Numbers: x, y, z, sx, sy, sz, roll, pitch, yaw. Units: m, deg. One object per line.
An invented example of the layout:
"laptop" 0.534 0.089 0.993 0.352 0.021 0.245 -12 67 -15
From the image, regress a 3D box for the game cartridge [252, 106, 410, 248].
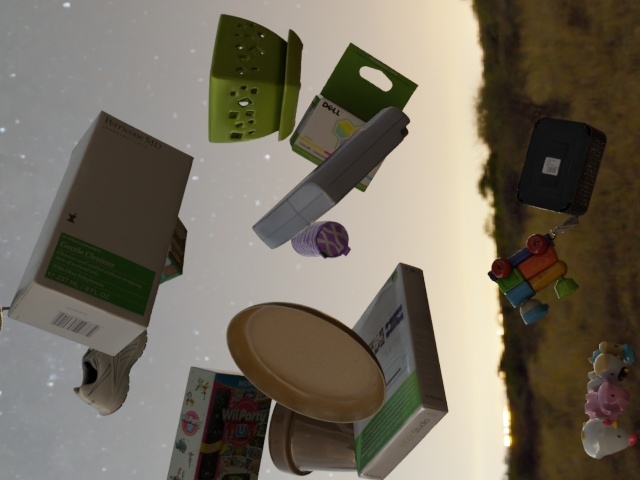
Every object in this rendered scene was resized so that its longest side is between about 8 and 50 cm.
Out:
"game cartridge" 0.000 -0.076 1.081 0.196 0.060 0.294 -48 7 -22

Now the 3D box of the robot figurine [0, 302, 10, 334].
"robot figurine" -0.775 0.183 1.462 0.353 0.200 0.299 -41 -64 -38

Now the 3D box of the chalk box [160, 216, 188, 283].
"chalk box" -0.501 0.021 2.121 0.289 0.179 0.180 -97 -18 -56

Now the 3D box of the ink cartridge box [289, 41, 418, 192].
"ink cartridge box" 0.076 -0.263 1.601 0.255 0.189 0.097 -58 13 11

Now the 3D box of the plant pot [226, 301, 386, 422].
"plant pot" -0.017 0.163 1.030 0.032 0.236 0.236 -58 -34 -41

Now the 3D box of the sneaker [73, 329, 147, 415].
"sneaker" -0.543 0.298 1.954 0.129 0.111 0.297 42 -137 -39

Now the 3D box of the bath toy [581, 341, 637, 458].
"bath toy" 0.760 0.415 1.963 0.151 0.129 0.348 66 -148 -25

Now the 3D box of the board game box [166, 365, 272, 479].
"board game box" -0.243 0.477 1.870 0.224 0.098 0.303 18 -101 -49

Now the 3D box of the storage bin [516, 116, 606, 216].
"storage bin" 0.483 -0.147 1.511 0.084 0.122 0.180 9 -83 -49

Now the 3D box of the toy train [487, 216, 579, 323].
"toy train" 0.484 0.053 1.545 0.143 0.248 0.105 60 -164 21

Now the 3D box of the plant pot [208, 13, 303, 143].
"plant pot" -0.153 -0.375 1.793 0.227 0.207 0.228 102 171 -54

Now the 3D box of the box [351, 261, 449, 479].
"box" 0.127 0.230 1.346 0.322 0.059 0.232 -91 25 -47

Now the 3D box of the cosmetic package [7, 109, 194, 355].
"cosmetic package" -0.366 -0.015 1.287 0.197 0.155 0.365 25 -128 -25

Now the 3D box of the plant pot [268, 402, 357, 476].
"plant pot" 0.030 0.488 1.908 0.263 0.229 0.263 -19 -67 -55

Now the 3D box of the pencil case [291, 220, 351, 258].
"pencil case" 0.000 0.000 1.704 0.086 0.088 0.206 -60 17 -8
